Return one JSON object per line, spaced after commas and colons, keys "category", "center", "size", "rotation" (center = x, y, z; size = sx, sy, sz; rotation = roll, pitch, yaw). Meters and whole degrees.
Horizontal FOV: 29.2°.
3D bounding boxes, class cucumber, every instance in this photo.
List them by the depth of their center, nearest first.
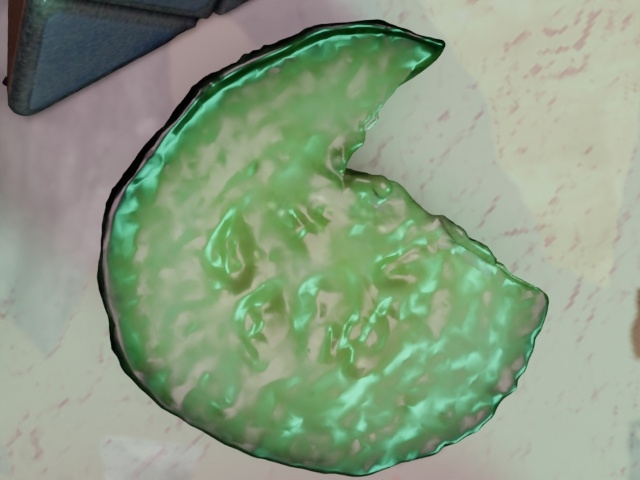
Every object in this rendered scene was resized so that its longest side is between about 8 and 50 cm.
{"category": "cucumber", "center": [-0.007, 0.008, 0.537], "size": [0.191, 0.130, 0.191], "rotation": [0, 99, -2]}

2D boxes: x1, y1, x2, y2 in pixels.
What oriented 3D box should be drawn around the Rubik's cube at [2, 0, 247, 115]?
{"category": "Rubik's cube", "center": [-0.053, -0.206, 0.511], "size": [0.233, 0.229, 0.228], "rotation": [5, 51, 34]}
